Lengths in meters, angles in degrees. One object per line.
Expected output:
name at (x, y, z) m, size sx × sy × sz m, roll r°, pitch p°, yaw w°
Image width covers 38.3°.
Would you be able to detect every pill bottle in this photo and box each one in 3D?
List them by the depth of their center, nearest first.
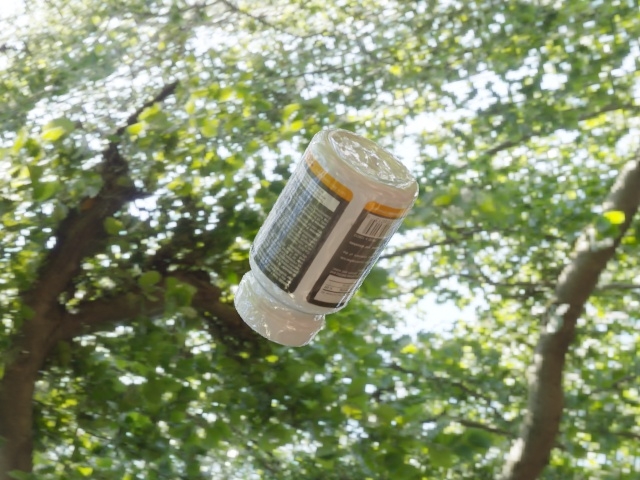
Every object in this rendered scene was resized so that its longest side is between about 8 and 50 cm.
pill bottle at (0.000, 0.000, 1.256) m, size 0.162 × 0.162 × 0.278 m, roll 8°, pitch -56°, yaw -41°
